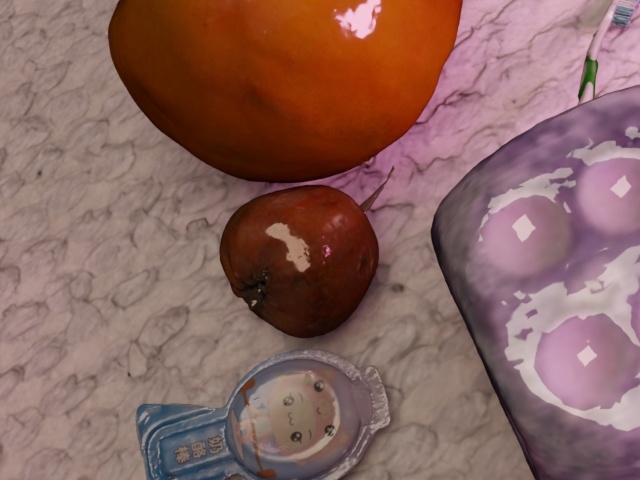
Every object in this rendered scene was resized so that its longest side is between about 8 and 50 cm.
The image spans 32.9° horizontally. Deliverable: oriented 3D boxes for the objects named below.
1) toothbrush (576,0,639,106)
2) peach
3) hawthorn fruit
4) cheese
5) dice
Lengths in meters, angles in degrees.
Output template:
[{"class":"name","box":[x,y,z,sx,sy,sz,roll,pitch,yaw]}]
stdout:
[{"class":"toothbrush","box":[0.250,-0.146,1.024,0.030,0.030,0.304,16,51,21]},{"class":"peach","box":[-0.025,-0.215,1.033,0.302,0.343,0.342,27,73,-20]},{"class":"hawthorn fruit","box":[-0.004,0.017,1.038,0.189,0.149,0.149,-11,58,-34]},{"class":"cheese","box":[-0.054,0.178,1.015,0.245,0.052,0.135,-18,65,8]},{"class":"dice","box":[0.257,0.056,0.857,0.270,0.271,0.270,-24,64,5]}]
